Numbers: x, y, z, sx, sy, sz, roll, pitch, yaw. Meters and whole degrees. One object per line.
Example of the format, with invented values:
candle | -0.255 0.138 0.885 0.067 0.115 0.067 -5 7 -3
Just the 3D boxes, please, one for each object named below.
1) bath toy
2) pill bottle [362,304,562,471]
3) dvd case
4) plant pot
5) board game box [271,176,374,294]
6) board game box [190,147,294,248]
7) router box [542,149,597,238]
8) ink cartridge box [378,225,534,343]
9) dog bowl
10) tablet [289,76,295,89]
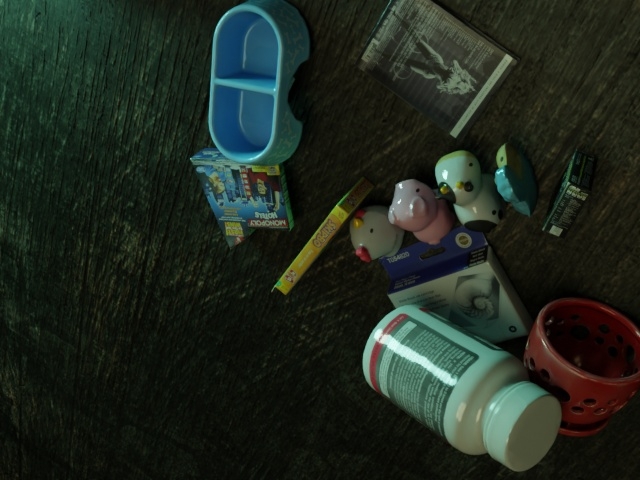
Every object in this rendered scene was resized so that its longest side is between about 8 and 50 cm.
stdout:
bath toy | 0.183 -0.050 1.322 0.348 0.129 0.151 -21 106 36
pill bottle | 0.231 0.241 1.298 0.318 0.176 0.176 28 133 49
dvd case | 0.182 -0.286 1.256 0.221 0.018 0.165 37 127 5
plant pot | 0.429 0.220 1.308 0.191 0.191 0.174 23 129 15
board game box | 0.000 0.000 1.450 0.039 0.124 0.259 41 128 0
board game box | -0.139 -0.078 1.520 0.194 0.060 0.194 4 119 26
router box | 0.384 -0.072 1.205 0.038 0.122 0.092 24 127 9
ink cartridge box | 0.239 0.100 1.430 0.223 0.045 0.224 -24 104 36
dog bowl | -0.113 -0.267 1.353 0.165 0.074 0.297 15 112 23
tablet | -0.089 -0.292 1.405 0.083 0.006 0.054 36 128 5
